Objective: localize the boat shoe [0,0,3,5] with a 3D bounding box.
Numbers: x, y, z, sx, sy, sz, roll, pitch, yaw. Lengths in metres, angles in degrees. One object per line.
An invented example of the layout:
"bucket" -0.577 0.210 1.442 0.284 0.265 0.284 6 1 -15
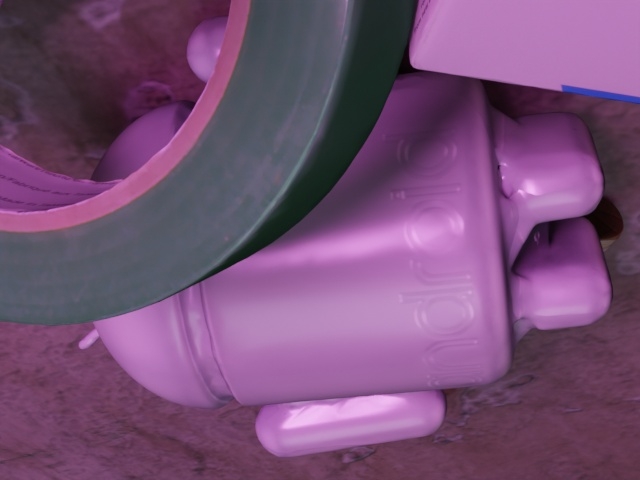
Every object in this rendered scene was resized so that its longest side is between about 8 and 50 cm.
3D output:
"boat shoe" -0.248 -0.114 0.752 0.113 0.105 0.306 27 138 -35

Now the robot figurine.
"robot figurine" 0.000 0.000 0.845 0.353 0.200 0.300 -7 108 8

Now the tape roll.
"tape roll" -0.120 -0.127 0.569 0.321 0.321 0.077 -20 -175 26

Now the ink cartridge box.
"ink cartridge box" 0.115 -0.169 0.588 0.148 0.203 0.086 7 148 -12

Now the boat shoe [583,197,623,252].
"boat shoe" 0.142 -0.006 0.974 0.153 0.056 0.048 -2 146 -14
